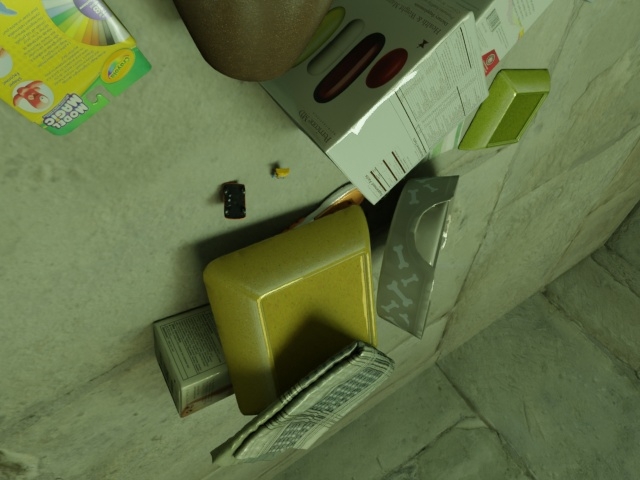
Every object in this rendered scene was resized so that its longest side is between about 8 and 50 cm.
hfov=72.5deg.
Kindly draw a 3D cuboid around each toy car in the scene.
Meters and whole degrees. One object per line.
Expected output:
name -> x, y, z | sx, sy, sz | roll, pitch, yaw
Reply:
toy car -> -0.100, -0.070, 0.690 | 0.122, 0.060, 0.040 | -19, 176, -18

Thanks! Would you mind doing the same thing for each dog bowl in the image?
dog bowl -> 0.206, 0.025, 0.926 | 0.349, 0.102, 0.349 | 13, 90, -74

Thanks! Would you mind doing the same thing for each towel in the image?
towel -> 0.228, -0.201, 0.886 | 0.152, 0.023, 0.113 | -29, 146, -15
towel -> -0.006, 0.317, 0.820 | 0.324, 0.056, 0.312 | -38, 153, 1

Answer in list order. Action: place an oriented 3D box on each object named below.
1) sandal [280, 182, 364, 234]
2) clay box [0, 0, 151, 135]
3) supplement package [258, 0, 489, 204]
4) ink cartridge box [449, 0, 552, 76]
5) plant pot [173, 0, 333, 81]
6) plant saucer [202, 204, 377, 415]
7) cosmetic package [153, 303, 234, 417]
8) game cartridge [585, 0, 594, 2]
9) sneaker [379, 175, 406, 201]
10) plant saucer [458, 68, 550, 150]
sandal -> -0.004, -0.004, 0.848 | 0.265, 0.076, 0.102 | -42, 148, 5
clay box -> -0.261, -0.199, 0.361 | 0.127, 0.053, 0.222 | -38, 150, -2
supplement package -> 0.060, -0.199, 0.553 | 0.203, 0.194, 0.149 | -44, 147, 7
ink cartridge box -> 0.276, -0.365, 0.678 | 0.175, 0.072, 0.127 | -49, 147, 16
plant pot -> -0.058, -0.263, 0.374 | 0.215, 0.215, 0.230 | -25, 161, -21
plant saucer -> -0.013, 0.141, 0.802 | 0.332, 0.081, 0.333 | -23, 119, -29
cosmetic package -> -0.165, 0.207, 0.884 | 0.296, 0.153, 0.129 | -16, 142, -30
game cartridge -> 0.445, -0.523, 0.673 | 0.198, 0.062, 0.297 | -46, 148, 19
sneaker -> 0.143, -0.126, 0.862 | 0.058, 0.052, 0.135 | -9, 145, -43
plant saucer -> 0.417, -0.277, 0.962 | 0.188, 0.045, 0.188 | -15, 141, -33
